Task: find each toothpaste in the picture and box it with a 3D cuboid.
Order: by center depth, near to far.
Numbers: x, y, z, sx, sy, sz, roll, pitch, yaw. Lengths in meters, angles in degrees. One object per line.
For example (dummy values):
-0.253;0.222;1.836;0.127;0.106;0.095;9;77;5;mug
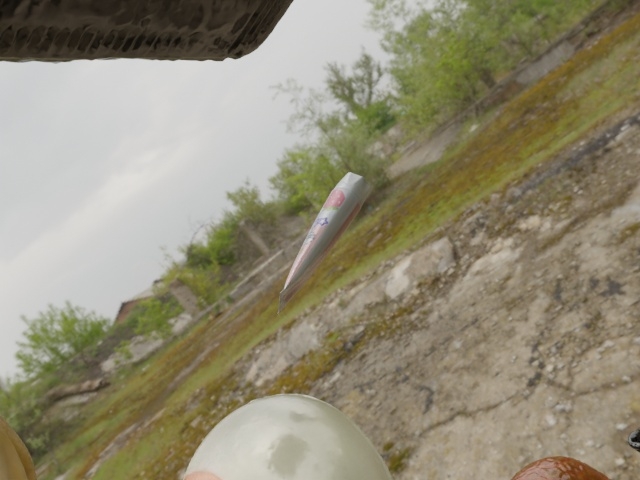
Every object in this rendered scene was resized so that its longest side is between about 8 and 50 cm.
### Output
0.000;0.000;0.704;0.194;0.043;0.067;-57;-8;-27;toothpaste

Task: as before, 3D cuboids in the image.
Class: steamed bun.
-0.052;0.312;0.614;0.177;0.282;0.283;-5;-21;-42;steamed bun

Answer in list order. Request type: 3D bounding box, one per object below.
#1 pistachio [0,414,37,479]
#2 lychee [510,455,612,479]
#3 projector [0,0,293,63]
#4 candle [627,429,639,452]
-0.241;0.189;0.324;0.158;0.229;0.157;-7;-10;-1;pistachio
0.428;0.501;1.000;0.255;0.255;0.300;-42;1;-41;lychee
-0.235;-0.349;0.469;0.242;0.405;0.395;-45;-12;34;projector
0.215;0.113;0.355;0.021;0.026;0.167;-39;-32;-7;candle
